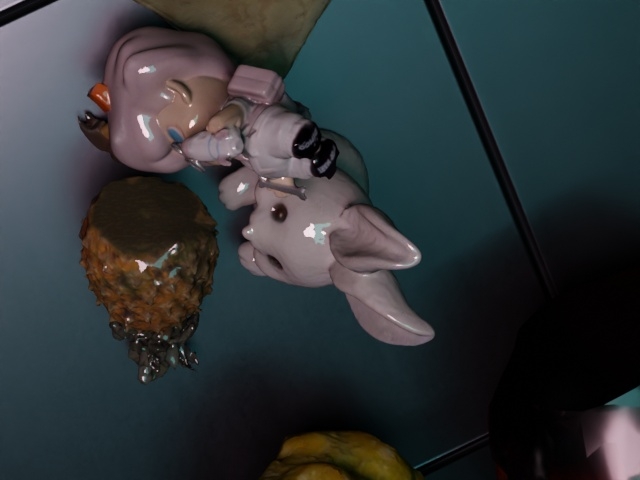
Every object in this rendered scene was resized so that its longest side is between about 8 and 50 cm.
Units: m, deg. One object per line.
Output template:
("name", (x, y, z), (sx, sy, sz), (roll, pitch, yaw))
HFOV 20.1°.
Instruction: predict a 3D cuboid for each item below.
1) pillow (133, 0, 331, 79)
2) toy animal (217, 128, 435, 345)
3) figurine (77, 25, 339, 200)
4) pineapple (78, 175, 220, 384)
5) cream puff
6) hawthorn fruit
("pillow", (-0.102, -0.244, 1.310), (0.302, 0.075, 0.185), (28, 112, -20))
("toy animal", (-0.001, 0.001, 1.340), (0.130, 0.221, 0.104), (-3, 113, -12))
("figurine", (-0.086, -0.094, 1.309), (0.137, 0.229, 0.112), (32, 79, -54))
("pineapple", (-0.129, 0.039, 1.370), (0.108, 0.108, 0.198), (-8, 144, -9))
("cream puff", (0.014, 0.286, 1.410), (0.185, 0.282, 0.282), (18, 104, 7))
("hawthorn fruit", (0.273, 0.156, 1.414), (0.316, 0.316, 0.316), (-4, 108, -11))
